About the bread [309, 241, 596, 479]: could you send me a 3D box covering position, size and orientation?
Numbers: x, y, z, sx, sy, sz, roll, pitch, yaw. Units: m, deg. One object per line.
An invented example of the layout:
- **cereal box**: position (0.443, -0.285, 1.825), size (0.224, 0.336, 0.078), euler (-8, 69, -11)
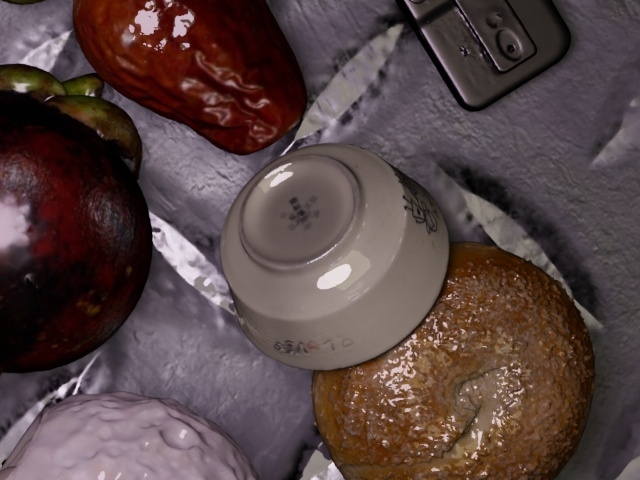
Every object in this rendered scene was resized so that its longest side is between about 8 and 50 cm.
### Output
- **bread**: position (0.143, 0.151, 1.571), size (0.305, 0.159, 0.306), euler (0, 90, -8)

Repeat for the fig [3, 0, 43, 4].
- **fig**: position (-0.294, -0.302, 1.528), size (0.123, 0.156, 0.123), euler (0, 88, -12)

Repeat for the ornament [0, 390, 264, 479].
- **ornament**: position (-0.189, 0.315, 1.450), size (0.337, 0.337, 0.337), euler (0, 90, -6)

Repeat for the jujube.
- **jujube**: position (-0.128, -0.199, 1.538), size (0.190, 0.190, 0.255), euler (-42, 110, -5)

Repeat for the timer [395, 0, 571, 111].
- **timer**: position (0.171, -0.248, 1.627), size (0.144, 0.055, 0.187), euler (-32, 94, -6)

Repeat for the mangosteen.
- **mangosteen**: position (-0.300, -0.017, 1.469), size (0.311, 0.311, 0.311), euler (0, 90, -6)

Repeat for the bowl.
- **bowl**: position (0.000, 0.000, 1.512), size (0.237, 0.126, 0.238), euler (-10, 60, 17)
